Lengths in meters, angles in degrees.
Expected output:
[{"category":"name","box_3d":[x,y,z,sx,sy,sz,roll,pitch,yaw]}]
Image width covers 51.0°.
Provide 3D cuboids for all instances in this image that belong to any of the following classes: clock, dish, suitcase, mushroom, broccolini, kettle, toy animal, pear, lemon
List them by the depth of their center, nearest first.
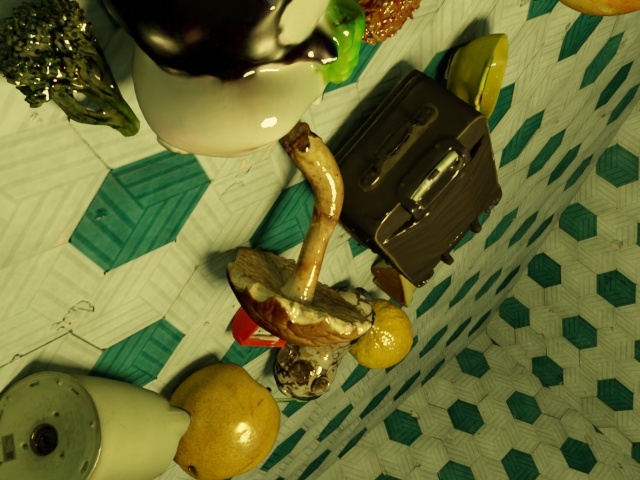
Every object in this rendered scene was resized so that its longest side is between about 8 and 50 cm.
[{"category":"toy animal","box_3d":[-0.068,-0.187,0.560,0.212,0.212,0.267,-41,153,-17]},{"category":"broccolini","box_3d":[-0.198,-0.137,0.592,0.091,0.068,0.202,-67,159,-5]},{"category":"kettle","box_3d":[-0.332,0.277,0.924,0.240,0.165,0.255,-20,163,8]},{"category":"mushroom","box_3d":[-0.007,0.029,0.969,0.208,0.232,0.302,-80,-166,-45]},{"category":"dish","box_3d":[0.262,-0.280,1.149,0.208,0.080,0.149,-47,146,-50]},{"category":"suitcase","box_3d":[0.168,-0.092,1.160,0.283,0.194,0.434,-48,158,1]},{"category":"pear","box_3d":[-0.180,0.325,1.197,0.209,0.209,0.209,-39,156,-21]},{"category":"clock","box_3d":[-0.091,0.139,1.242,0.113,0.061,0.155,-53,154,10]},{"category":"lemon","box_3d":[0.141,0.230,1.654,0.180,0.180,0.193,-47,179,-3]}]

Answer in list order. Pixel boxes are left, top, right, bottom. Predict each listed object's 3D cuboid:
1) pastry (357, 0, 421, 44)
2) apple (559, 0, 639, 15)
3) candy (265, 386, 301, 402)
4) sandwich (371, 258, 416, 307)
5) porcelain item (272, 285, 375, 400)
[{"category":"pastry","box_3d":[0.101,-0.317,0.849,0.169,0.063,0.087,-51,155,7]},{"category":"apple","box_3d":[0.434,-0.463,0.994,0.226,0.246,0.246,-14,142,-29]},{"category":"candy","box_3d":[-0.111,0.344,1.442,0.287,0.084,0.078,16,74,-52]},{"category":"sandwich","box_3d":[0.183,0.075,1.607,0.090,0.088,0.244,-51,155,-16]},{"category":"porcelain item","box_3d":[0.010,0.221,1.490,0.288,0.138,0.186,-54,175,0]}]
